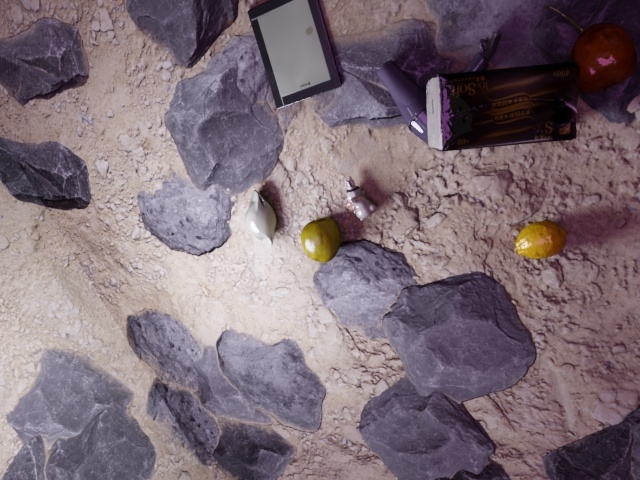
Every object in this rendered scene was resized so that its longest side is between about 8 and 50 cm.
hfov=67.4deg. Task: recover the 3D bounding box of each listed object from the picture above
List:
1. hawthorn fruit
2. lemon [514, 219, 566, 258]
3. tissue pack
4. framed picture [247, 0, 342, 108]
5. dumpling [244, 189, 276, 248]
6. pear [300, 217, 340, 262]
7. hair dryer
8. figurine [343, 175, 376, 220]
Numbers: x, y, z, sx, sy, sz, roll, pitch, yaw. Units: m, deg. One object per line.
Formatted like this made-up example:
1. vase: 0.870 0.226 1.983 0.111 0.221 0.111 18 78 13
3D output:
1. hawthorn fruit: 0.703 -0.526 1.266 0.165 0.165 0.286 -35 71 29
2. lemon: 0.667 0.001 1.460 0.155 0.114 0.114 -27 96 33
3. tissue pack: 0.477 -0.364 1.311 0.369 0.198 0.210 -6 109 3
4. framed picture: -0.090 -0.653 1.629 0.264 0.016 0.348 -12 102 27
5. dumpling: -0.238 -0.083 1.846 0.151 0.124 0.229 13 112 59
6. pear: 0.000 0.000 1.737 0.148 0.148 0.162 2 102 23
7. hair dryer: 0.377 -0.497 1.444 0.361 0.121 0.301 -39 81 20
8. figurine: 0.116 -0.139 1.676 0.146 0.081 0.098 48 120 2
